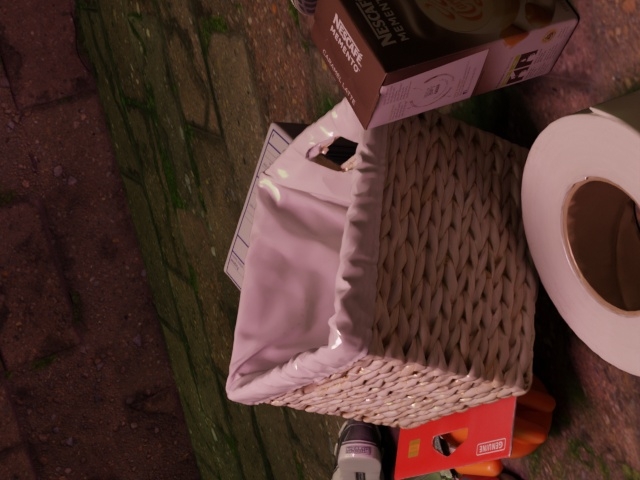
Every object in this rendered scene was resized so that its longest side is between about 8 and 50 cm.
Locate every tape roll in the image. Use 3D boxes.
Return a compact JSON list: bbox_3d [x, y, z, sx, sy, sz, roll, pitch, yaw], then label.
[{"bbox_3d":[0.330,-0.009,1.085,0.286,0.100,0.286,50,151,42],"label":"tape roll"}]

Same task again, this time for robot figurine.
[{"bbox_3d":[0.233,0.236,1.478,0.219,0.128,0.158,-13,96,68],"label":"robot figurine"}]

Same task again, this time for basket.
[{"bbox_3d":[0.076,0.043,1.292,0.328,0.266,0.331,-34,43,58],"label":"basket"}]

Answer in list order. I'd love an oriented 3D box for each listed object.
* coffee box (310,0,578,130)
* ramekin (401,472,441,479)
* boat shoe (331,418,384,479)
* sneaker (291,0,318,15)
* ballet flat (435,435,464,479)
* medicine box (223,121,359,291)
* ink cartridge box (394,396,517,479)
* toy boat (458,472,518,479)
[{"bbox_3d":[0.133,-0.232,1.161,0.141,0.247,0.098,61,156,22],"label":"coffee box"},{"bbox_3d":[0.187,0.547,1.820,0.303,0.148,0.303,49,150,42],"label":"ramekin"},{"bbox_3d":[0.073,0.418,2.059,0.301,0.108,0.102,84,-171,-60],"label":"boat shoe"},{"bbox_3d":[-0.006,-0.399,1.589,0.170,0.063,0.074,101,149,-44],"label":"sneaker"},{"bbox_3d":[0.212,0.328,1.713,0.070,0.070,0.188,-4,106,67],"label":"ballet flat"},{"bbox_3d":[0.000,0.000,1.676,0.263,0.149,0.289,47,126,45],"label":"medicine box"},{"bbox_3d":[0.166,0.173,1.433,0.296,0.066,0.261,-35,38,59],"label":"ink cartridge box"},{"bbox_3d":[0.248,0.470,1.610,0.151,0.151,0.231,-11,98,68],"label":"toy boat"}]
